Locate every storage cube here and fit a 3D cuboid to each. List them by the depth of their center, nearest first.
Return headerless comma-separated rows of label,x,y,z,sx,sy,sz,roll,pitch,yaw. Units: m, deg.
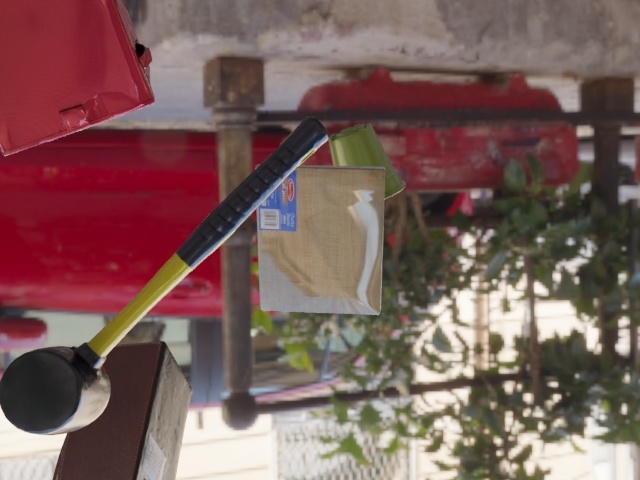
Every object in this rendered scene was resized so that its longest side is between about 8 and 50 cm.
storage cube,-0.324,-0.243,1.127,0.215,0.193,0.183,-19,-153,-3

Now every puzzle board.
puzzle board,0.000,0.000,0.728,0.096,0.128,0.011,2,-151,4

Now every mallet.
mallet,-0.067,0.014,0.421,0.039,0.189,0.062,44,-177,5

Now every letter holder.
letter holder,-0.350,0.331,1.510,0.214,0.302,0.152,-4,139,12

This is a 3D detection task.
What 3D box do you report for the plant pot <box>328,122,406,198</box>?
plant pot,0.044,-0.086,1.062,0.083,0.079,0.083,-19,-165,5
